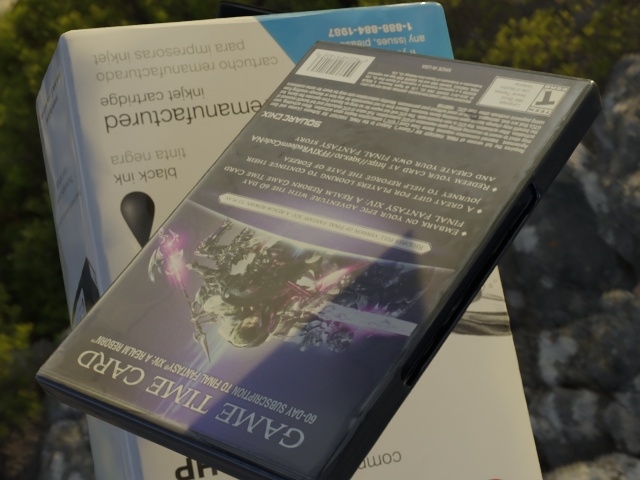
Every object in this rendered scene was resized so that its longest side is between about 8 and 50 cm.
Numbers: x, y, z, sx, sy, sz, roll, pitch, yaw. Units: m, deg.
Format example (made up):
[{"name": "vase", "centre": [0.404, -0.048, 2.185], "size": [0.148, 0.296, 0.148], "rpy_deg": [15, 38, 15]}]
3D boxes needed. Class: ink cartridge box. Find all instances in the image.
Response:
[{"name": "ink cartridge box", "centre": [-0.026, 0.050, 0.970], "size": [0.166, 0.285, 0.395], "rpy_deg": [145, 115, -69]}]

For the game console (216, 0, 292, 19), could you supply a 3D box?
[{"name": "game console", "centre": [-0.025, -0.296, 1.494], "size": [0.213, 0.044, 0.361], "rpy_deg": [19, 101, 41]}]

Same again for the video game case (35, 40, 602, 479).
[{"name": "video game case", "centre": [0.000, 0.000, 0.715], "size": [0.196, 0.026, 0.274], "rpy_deg": [15, 57, 38]}]
